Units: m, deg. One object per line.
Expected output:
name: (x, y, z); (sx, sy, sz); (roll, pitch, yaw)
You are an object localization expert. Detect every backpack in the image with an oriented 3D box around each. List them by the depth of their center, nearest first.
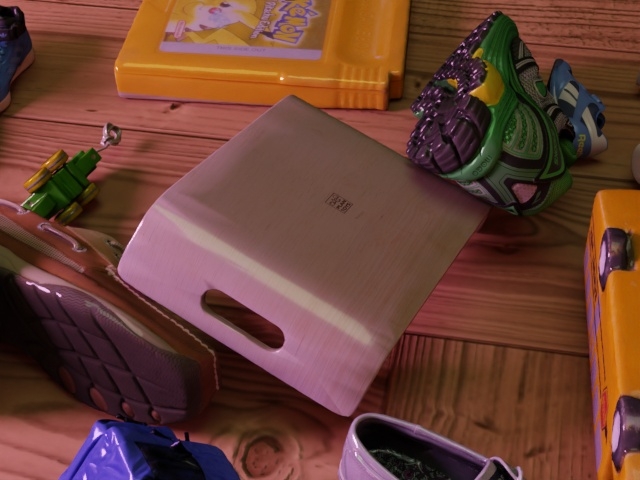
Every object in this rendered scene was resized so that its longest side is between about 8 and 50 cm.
backpack: (-0.113, 0.177, 0.771); (0.120, 0.098, 0.101); (21, 24, -41)

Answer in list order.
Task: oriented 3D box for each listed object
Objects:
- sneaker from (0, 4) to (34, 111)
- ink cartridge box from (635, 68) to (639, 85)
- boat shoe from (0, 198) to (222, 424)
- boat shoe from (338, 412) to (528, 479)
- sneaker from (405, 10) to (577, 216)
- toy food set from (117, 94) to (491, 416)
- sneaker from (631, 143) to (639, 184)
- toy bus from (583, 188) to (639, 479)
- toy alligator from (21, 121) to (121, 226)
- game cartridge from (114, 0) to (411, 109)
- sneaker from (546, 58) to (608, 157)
sneaker: (-0.369, -0.208, 1.239); (0.058, 0.084, 0.152); (8, 43, 10)
ink cartridge box: (0.458, -0.189, 1.246); (0.145, 0.045, 0.179); (26, 30, 28)
boat shoe: (-0.211, 0.039, 0.934); (0.324, 0.122, 0.120); (24, 45, 25)
boat shoe: (0.111, 0.191, 0.780); (0.228, 0.081, 0.079); (22, 47, 25)
sneaker: (0.176, -0.118, 1.101); (0.146, 0.134, 0.343); (38, 28, -10)
toy food set: (0.000, 0.000, 0.960); (0.220, 0.092, 0.306); (31, 38, 9)
sneaker: (0.420, -0.068, 1.076); (0.212, 0.080, 0.094); (24, 35, 27)
toy bus: (0.268, 0.091, 0.853); (0.108, 0.130, 0.332); (5, 42, 6)
toy alligator: (-0.254, -0.060, 1.102); (0.051, 0.056, 0.189); (-31, 19, 30)
game cartridge: (-0.055, -0.259, 1.316); (0.324, 0.052, 0.285); (2, 42, 6)
sneaker: (0.269, -0.138, 1.172); (0.059, 0.053, 0.144); (3, 48, 0)
